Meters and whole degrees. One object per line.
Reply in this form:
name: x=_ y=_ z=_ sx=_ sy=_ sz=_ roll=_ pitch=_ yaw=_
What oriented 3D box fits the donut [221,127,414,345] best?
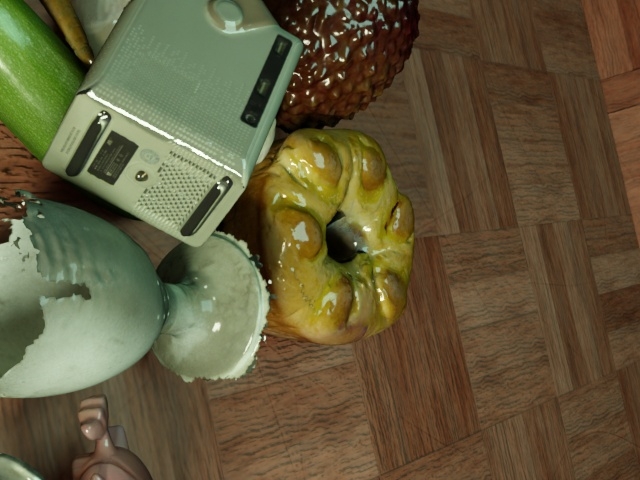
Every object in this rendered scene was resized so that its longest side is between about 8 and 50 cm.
donut: x=0.000 y=0.000 z=1.492 sx=0.317 sy=0.150 sz=0.299 roll=54 pitch=42 yaw=-38

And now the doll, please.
doll: x=-0.197 y=0.277 z=1.106 sx=0.211 sy=0.093 sz=0.262 roll=-93 pitch=175 yaw=-74

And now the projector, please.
projector: x=-0.137 y=-0.142 z=1.128 sx=0.177 sy=0.163 sz=0.242 roll=30 pitch=51 yaw=-12

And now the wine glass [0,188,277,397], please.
wine glass: x=-0.218 y=0.061 z=1.133 sx=0.357 sy=0.190 sz=0.190 roll=12 pitch=68 yaw=-53

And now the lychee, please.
lychee: x=-0.007 y=-0.288 z=1.511 sx=0.276 sy=0.276 sz=0.304 roll=16 pitch=91 yaw=-53

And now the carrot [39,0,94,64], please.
carrot: x=-0.293 y=-0.278 z=1.207 sx=0.049 sy=0.049 sz=0.254 roll=3 pitch=50 yaw=-56

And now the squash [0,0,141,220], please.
squash: x=-0.278 y=-0.145 z=1.198 sx=0.395 sy=0.107 sz=0.107 roll=50 pitch=41 yaw=-34

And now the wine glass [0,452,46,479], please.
wine glass: x=-0.312 y=0.278 z=0.974 sx=0.111 sy=0.111 sz=0.204 roll=62 pitch=39 yaw=-20

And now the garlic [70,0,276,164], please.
garlic: x=-0.150 y=-0.193 z=1.325 sx=0.281 sy=0.185 sz=0.203 roll=56 pitch=31 yaw=-29
